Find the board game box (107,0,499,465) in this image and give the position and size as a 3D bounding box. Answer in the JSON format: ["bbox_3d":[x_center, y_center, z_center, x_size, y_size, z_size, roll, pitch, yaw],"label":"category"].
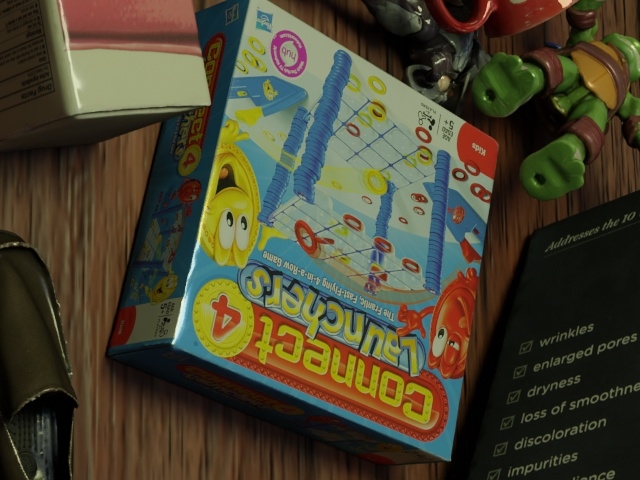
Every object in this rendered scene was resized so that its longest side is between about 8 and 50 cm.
[{"bbox_3d":[0.000,0.000,1.281,0.308,0.086,0.302,26,64,-36],"label":"board game box"}]

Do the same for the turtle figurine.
[{"bbox_3d":[0.283,-0.157,1.419,0.266,0.274,0.198,-34,128,-45],"label":"turtle figurine"}]

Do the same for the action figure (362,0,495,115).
[{"bbox_3d":[0.080,-0.213,1.391,0.285,0.099,0.185,34,48,-38],"label":"action figure"}]

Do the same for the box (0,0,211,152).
[{"bbox_3d":[-0.187,-0.190,1.106,0.127,0.148,0.232,-9,89,-44],"label":"box"}]

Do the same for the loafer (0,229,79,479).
[{"bbox_3d":[-0.202,0.098,1.083,0.080,0.078,0.220,-7,87,-43],"label":"loafer"}]

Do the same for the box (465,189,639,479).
[{"bbox_3d":[0.396,0.170,1.284,0.297,0.480,0.472,43,46,-26],"label":"box"}]

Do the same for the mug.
[{"bbox_3d":[0.149,-0.269,1.335,0.169,0.113,0.150,60,39,-17],"label":"mug"}]
